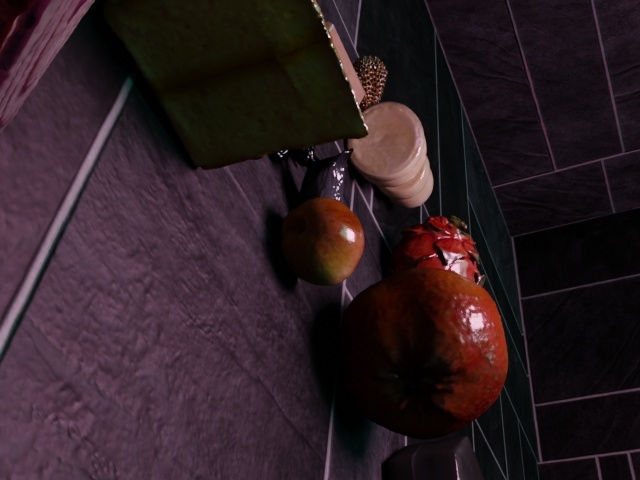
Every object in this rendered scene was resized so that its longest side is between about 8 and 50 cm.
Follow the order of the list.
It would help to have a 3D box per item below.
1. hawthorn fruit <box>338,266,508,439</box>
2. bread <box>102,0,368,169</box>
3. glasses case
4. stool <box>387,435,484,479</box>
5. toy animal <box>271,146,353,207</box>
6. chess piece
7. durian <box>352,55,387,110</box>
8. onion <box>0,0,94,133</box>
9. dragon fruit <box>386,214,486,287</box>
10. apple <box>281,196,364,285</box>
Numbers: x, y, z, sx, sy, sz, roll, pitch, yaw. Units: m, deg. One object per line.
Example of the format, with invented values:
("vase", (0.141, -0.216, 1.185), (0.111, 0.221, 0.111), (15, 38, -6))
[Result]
("hawthorn fruit", (0.159, 0.173, 1.226), (0.299, 0.275, 0.275), (17, 60, -83))
("bread", (-0.075, -0.294, 0.946), (0.362, 0.244, 0.233), (-79, 150, -45))
("glasses case", (0.007, -0.303, 1.442), (0.102, 0.070, 0.193), (-61, 143, -22))
("stool", (0.206, 0.458, 1.326), (0.232, 0.141, 0.232), (-14, 90, -71))
("toy animal", (0.014, -0.076, 1.212), (0.121, 0.117, 0.210), (-41, 113, -75))
("chess piece", (0.172, -0.159, 1.654), (0.299, 0.167, 0.167), (41, 39, -64))
("durian", (0.085, -0.329, 1.640), (0.071, 0.110, 0.140), (1, 85, -35))
("onion", (-0.236, -0.192, 0.404), (0.260, 0.282, 0.337), (29, 26, -18))
("dragon fruit", (0.236, 0.075, 1.610), (0.192, 0.193, 0.274), (30, 73, -59))
("apple", (0.002, 0.001, 1.113), (0.102, 0.126, 0.126), (29, 48, -42))
